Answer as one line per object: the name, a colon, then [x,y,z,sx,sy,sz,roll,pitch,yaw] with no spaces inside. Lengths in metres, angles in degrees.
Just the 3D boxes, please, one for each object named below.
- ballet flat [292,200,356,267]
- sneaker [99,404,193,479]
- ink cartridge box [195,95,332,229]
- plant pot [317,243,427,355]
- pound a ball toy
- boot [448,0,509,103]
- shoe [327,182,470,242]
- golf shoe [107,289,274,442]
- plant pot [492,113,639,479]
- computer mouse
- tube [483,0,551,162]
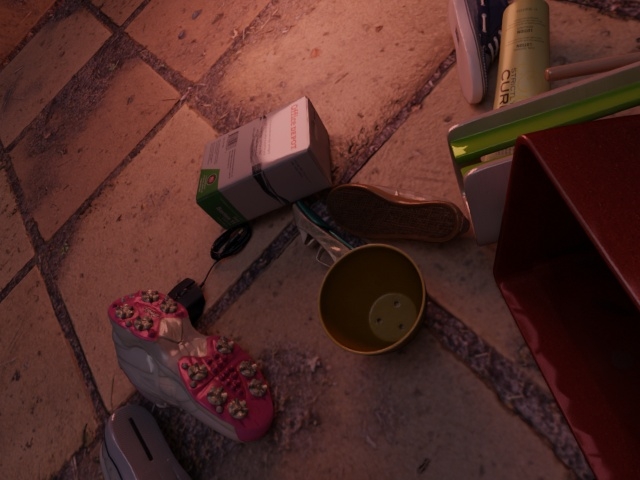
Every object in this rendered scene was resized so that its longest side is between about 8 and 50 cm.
ballet flat: [0.000,0.000,0.681,0.168,0.057,0.052,42,99,37]
sneaker: [-0.224,0.351,0.620,0.258,0.094,0.091,52,128,30]
ink cartridge box: [-0.091,-0.128,0.758,0.208,0.087,0.153,-20,46,20]
plant pot: [0.076,0.084,0.571,0.134,0.095,0.134,-12,61,23]
pound a ball toy: [0.317,-0.117,0.525,0.319,0.136,0.208,-16,34,16]
boot: [0.250,-0.297,0.686,0.086,0.069,0.190,-6,74,5]
shoe: [0.104,-0.037,0.647,0.219,0.058,0.077,16,105,37]
golf shoe: [-0.195,0.198,0.672,0.306,0.115,0.140,33,120,25]
plant pot: [0.320,0.050,0.373,0.235,0.267,0.267,-19,58,5]
computer mouse: [-0.203,0.063,0.768,0.071,0.041,0.242,31,83,37]
tube: [0.278,-0.208,0.625,0.070,0.062,0.240,-12,69,64]
